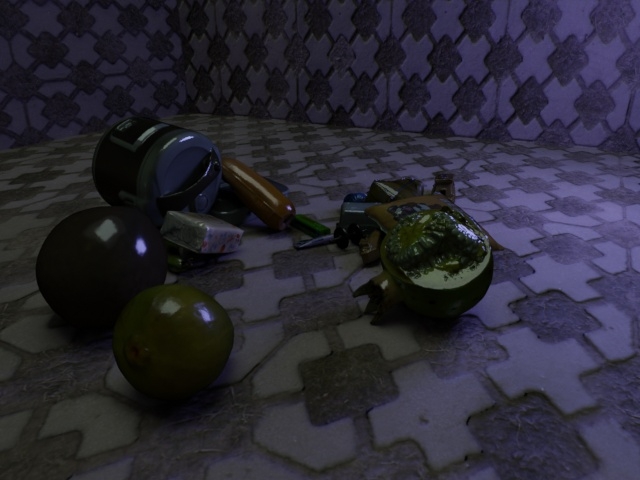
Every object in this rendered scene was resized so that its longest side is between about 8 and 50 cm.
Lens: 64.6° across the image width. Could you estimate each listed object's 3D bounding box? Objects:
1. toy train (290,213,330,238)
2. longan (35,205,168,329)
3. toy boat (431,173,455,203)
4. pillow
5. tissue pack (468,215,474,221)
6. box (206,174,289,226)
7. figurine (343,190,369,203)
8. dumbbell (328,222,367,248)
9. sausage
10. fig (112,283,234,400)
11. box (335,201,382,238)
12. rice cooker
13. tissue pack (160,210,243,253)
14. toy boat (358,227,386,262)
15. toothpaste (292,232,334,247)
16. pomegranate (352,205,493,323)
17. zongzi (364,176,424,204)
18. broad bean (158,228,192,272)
[{"bbox_3d":[-0.044,-0.053,1.666,0.044,0.042,0.209,-15,27,-32],"label":"toy train"},{"bbox_3d":[-0.487,0.051,1.147,0.288,0.288,0.350,-8,13,-17],"label":"longan"},{"bbox_3d":[0.463,-0.194,1.903,0.089,0.121,0.321,1,22,16],"label":"toy boat"},{"bbox_3d":[0.329,-0.037,1.491,0.312,0.119,0.310,-10,37,-26],"label":"pillow"},{"bbox_3d":[0.382,0.021,1.353,0.112,0.156,0.051,-14,-7,-29],"label":"tissue pack"},{"bbox_3d":[-0.351,-0.180,1.858,0.373,0.090,0.367,24,33,29],"label":"box"},{"bbox_3d":[0.148,-0.142,1.851,0.087,0.086,0.149,52,28,11],"label":"figurine"},{"bbox_3d":[0.085,-0.014,1.537,0.147,0.069,0.069,-16,27,-33],"label":"dumbbell"},{"bbox_3d":[-0.234,-0.174,1.682,0.354,0.116,0.134,41,9,15],"label":"sausage"},{"bbox_3d":[-0.263,0.180,0.923,0.207,0.207,0.230,1,-1,2],"label":"fig"},{"bbox_3d":[0.135,-0.069,1.636,0.172,0.092,0.124,1,22,1],"label":"box"},{"bbox_3d":[-0.493,-0.207,1.564,0.325,0.335,0.335,21,30,26],"label":"rice cooker"},{"bbox_3d":[-0.335,-0.022,1.439,0.148,0.092,0.196,21,8,19],"label":"tissue pack"},{"bbox_3d":[0.151,0.013,1.491,0.072,0.064,0.206,-13,16,19],"label":"toy boat"},{"bbox_3d":[0.000,0.000,1.560,0.170,0.028,0.045,-13,19,-19],"label":"toothpaste"},{"bbox_3d":[0.236,0.068,1.160,0.341,0.260,0.260,-31,26,1],"label":"pomegranate"},{"bbox_3d":[0.328,-0.113,1.745,0.260,0.123,0.289,-13,41,-43],"label":"zongzi"},{"bbox_3d":[-0.431,0.031,1.453,0.075,0.067,0.325,-35,36,-13],"label":"broad bean"}]
